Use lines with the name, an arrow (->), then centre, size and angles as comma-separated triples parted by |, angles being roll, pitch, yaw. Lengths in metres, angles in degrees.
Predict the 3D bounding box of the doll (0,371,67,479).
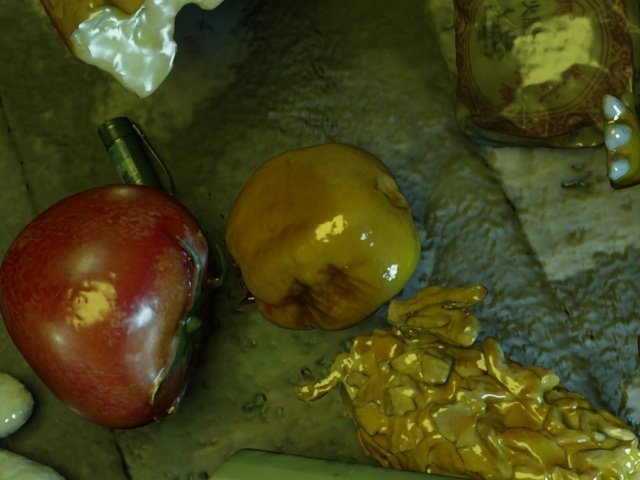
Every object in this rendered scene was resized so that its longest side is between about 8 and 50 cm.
doll -> -0.303, 0.172, 1.102 | 0.278, 0.175, 0.149 | 37, 131, 10

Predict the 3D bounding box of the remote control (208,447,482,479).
remote control -> 0.082, 0.208, 0.921 | 0.344, 0.050, 0.145 | 1, 118, 37

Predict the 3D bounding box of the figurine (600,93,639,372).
figurine -> 0.361, -0.033, 0.854 | 0.387, 0.268, 0.401 | -7, 75, 18

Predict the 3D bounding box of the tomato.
tomato -> -0.147, 0.038, 1.046 | 0.167, 0.167, 0.167 | -3, 81, 16

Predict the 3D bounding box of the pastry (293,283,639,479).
pastry -> 0.110, 0.123, 0.960 | 0.250, 0.154, 0.102 | 32, 65, 16

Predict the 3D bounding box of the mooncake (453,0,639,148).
mooncake -> 0.152, -0.123, 1.028 | 0.129, 0.073, 0.125 | -2, 82, 18

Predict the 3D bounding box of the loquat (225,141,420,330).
loquat -> 0.000, 0.000, 1.033 | 0.137, 0.113, 0.137 | 1, 93, 22

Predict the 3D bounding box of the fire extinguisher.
fire extinguisher -> -0.133, -0.051, 1.124 | 0.038, 0.025, 0.083 | -23, 74, -12

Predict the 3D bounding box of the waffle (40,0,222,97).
waffle -> -0.077, -0.291, 1.054 | 0.348, 0.077, 0.304 | -44, 38, 6
